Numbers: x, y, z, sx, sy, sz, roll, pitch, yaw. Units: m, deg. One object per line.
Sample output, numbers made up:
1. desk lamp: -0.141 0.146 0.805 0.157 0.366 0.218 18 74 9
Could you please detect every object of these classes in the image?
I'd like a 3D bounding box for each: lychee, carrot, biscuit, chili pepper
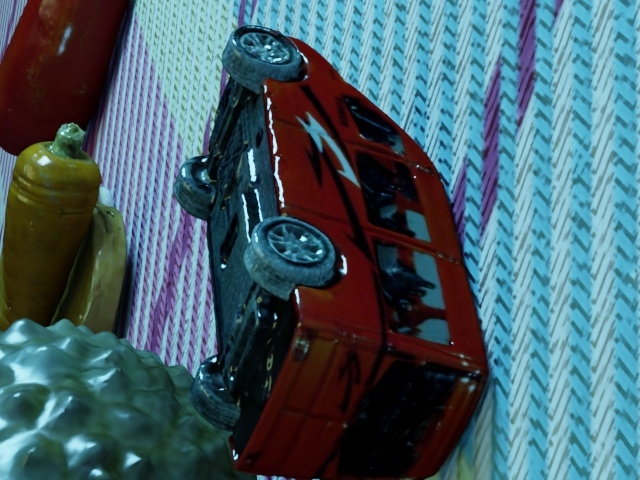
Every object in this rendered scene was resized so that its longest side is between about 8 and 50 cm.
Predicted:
1. lychee: -0.125 0.172 0.777 0.274 0.255 0.255 -52 5 -25
2. carrot: -0.206 0.030 1.298 0.061 0.061 0.257 -103 28 -54
3. biscuit: -0.198 0.054 1.405 0.339 0.047 0.216 149 128 -63
4. chili pepper: -0.206 -0.178 1.557 0.368 0.092 0.137 -56 8 39

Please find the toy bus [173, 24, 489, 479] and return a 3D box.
1. toy bus: 0.000 0.000 0.696 0.195 0.089 0.081 -101 28 -50
